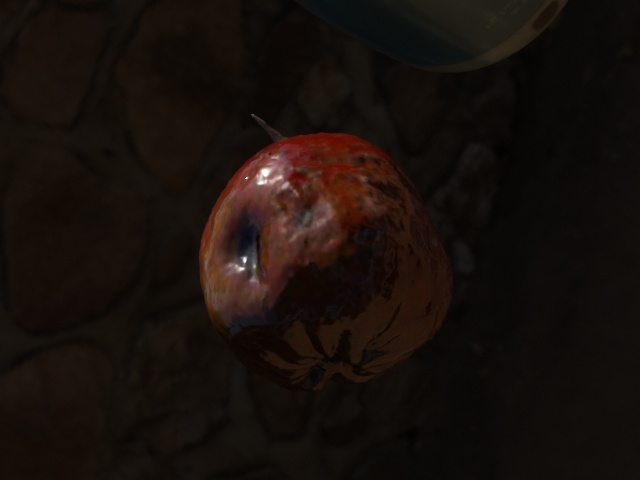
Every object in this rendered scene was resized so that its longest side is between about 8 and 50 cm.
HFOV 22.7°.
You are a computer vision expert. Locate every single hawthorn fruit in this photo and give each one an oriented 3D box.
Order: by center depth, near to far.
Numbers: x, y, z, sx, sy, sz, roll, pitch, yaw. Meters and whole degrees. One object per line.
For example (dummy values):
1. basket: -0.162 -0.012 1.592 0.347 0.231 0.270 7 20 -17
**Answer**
1. hawthorn fruit: 0.005 0.022 1.578 0.258 0.258 0.262 -28 31 41

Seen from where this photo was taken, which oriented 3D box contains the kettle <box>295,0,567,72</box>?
1. kettle: 0.058 -0.322 1.272 0.319 0.342 0.247 -50 55 16
